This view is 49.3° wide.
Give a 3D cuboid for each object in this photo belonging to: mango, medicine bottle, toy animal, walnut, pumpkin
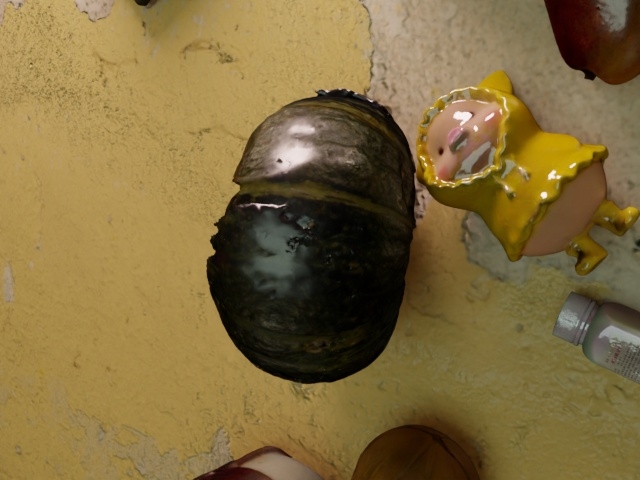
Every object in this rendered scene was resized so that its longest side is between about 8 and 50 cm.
[{"bbox_3d":[0.261,-0.278,0.636,0.133,0.111,0.268,-9,98,42],"label":"mango"},{"bbox_3d":[0.304,0.099,0.713,0.118,0.074,0.055,25,113,25],"label":"medicine bottle"},{"bbox_3d":[0.204,-0.064,0.710,0.230,0.156,0.156,46,120,27],"label":"toy animal"},{"bbox_3d":[0.105,0.322,0.828,0.167,0.167,0.207,23,103,25],"label":"walnut"},{"bbox_3d":[0.000,0.000,0.749,0.192,0.320,0.321,11,108,3],"label":"pumpkin"}]

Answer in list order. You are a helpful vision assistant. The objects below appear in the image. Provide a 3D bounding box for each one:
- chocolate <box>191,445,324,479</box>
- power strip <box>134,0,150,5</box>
[{"bbox_3d":[-0.080,0.407,0.950,0.283,0.186,0.284,11,115,25],"label":"chocolate"},{"bbox_3d":[-0.252,-0.491,0.916,0.257,0.092,0.251,-42,82,35],"label":"power strip"}]
